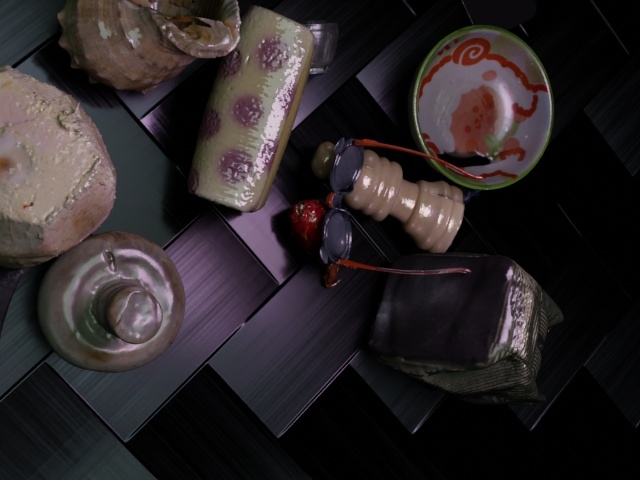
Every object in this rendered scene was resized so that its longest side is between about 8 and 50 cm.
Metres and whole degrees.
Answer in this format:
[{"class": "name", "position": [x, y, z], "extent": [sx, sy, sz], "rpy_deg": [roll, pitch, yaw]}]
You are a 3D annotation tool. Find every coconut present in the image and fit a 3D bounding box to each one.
[{"class": "coconut", "position": [-0.467, -0.104, 1.429], "extent": [0.297, 0.254, 0.297], "rpy_deg": [1, 79, -6]}]

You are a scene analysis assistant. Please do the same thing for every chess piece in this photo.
[{"class": "chess piece", "position": [0.119, -0.092, 1.775], "extent": [0.307, 0.124, 0.138], "rpy_deg": [24, 105, -17]}]

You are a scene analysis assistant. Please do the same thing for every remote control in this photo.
[{"class": "remote control", "position": [0.305, -0.100, 1.905], "extent": [0.096, 0.014, 0.039], "rpy_deg": [-31, 98, -24]}]

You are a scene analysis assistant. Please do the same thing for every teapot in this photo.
[{"class": "teapot", "position": [-0.037, -0.357, 1.725], "extent": [0.149, 0.111, 0.108], "rpy_deg": [-8, 102, -30]}]

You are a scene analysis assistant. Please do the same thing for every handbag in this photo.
[{"class": "handbag", "position": [0.278, 0.171, 1.712], "extent": [0.240, 0.341, 0.247], "rpy_deg": [33, 67, -37]}]

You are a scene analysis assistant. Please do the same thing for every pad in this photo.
[{"class": "pad", "position": [0.354, -0.577, 1.974], "extent": [0.181, 0.004, 0.267], "rpy_deg": [-29, 97, -23]}]

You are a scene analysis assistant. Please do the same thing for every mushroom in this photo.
[{"class": "mushroom", "position": [-0.326, 0.101, 1.490], "extent": [0.244, 0.243, 0.243], "rpy_deg": [2, 85, -24]}]

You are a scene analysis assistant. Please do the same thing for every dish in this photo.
[{"class": "dish", "position": [0.304, -0.262, 1.864], "extent": [0.324, 0.124, 0.324], "rpy_deg": [-1, 92, -22]}]

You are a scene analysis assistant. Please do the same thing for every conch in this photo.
[{"class": "conch", "position": [-0.288, -0.364, 1.570], "extent": [0.324, 0.186, 0.263], "rpy_deg": [18, 64, 4]}]

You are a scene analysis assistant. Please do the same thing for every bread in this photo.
[{"class": "bread", "position": [-0.122, -0.221, 1.597], "extent": [0.155, 0.187, 0.338], "rpy_deg": [19, 90, 1]}]

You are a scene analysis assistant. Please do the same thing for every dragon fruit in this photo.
[{"class": "dragon fruit", "position": [0.000, 0.000, 1.732], "extent": [0.094, 0.094, 0.190], "rpy_deg": [-36, 122, -22]}]

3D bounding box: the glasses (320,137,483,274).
[{"class": "glasses", "position": [0.135, -0.054, 1.617], "extent": [0.118, 0.268, 0.234], "rpy_deg": [2, 97, -63]}]

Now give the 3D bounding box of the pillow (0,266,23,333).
[{"class": "pillow", "position": [-0.604, 0.104, 1.430], "extent": [0.250, 0.106, 0.185], "rpy_deg": [18, 79, -26]}]
